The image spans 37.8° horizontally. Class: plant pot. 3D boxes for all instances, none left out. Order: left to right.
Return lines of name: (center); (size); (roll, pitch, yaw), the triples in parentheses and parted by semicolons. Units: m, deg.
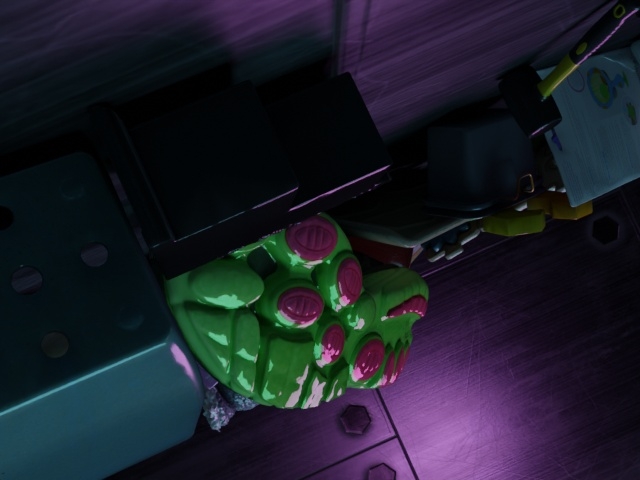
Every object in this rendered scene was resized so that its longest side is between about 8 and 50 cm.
plant pot: (-0.163, 0.056, 0.530); (0.166, 0.165, 0.234); (-23, 169, -21)

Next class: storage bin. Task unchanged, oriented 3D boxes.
storage bin: (0.172, -0.084, 0.975); (0.135, 0.091, 0.098); (-22, -158, -38)

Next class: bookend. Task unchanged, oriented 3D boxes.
bookend: (-0.032, -0.048, 0.512); (0.156, 0.072, 0.157); (-24, 175, -8)

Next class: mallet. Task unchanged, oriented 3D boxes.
mallet: (0.207, -0.158, 0.789); (0.039, 0.062, 0.189); (-24, 162, -23)

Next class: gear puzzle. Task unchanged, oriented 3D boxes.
gear puzzle: (0.253, -0.107, 1.155); (0.339, 0.044, 0.175); (-33, -151, 26)

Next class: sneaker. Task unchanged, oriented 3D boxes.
sneaker: (-0.046, 0.060, 0.941); (0.202, 0.185, 0.483); (17, 174, 24)

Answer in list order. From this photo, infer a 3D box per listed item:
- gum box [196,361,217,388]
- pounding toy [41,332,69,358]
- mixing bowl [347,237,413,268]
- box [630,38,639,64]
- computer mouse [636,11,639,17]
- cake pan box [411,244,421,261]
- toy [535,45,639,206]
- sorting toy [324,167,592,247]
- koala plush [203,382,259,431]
gum box: (-0.141, 0.088, 1.081); (0.062, 0.107, 0.188); (-41, -170, 0)
pounding toy: (-0.301, 0.167, 0.976); (0.237, 0.110, 0.183); (-25, 176, 22)
mixing bowl: (0.026, 0.014, 1.214); (0.098, 0.181, 0.181); (23, 147, -31)
box: (0.462, -0.205, 0.991); (0.181, 0.119, 0.182); (-28, 175, 41)
computer mouse: (0.366, -0.217, 0.699); (0.262, 0.060, 0.184); (-24, 175, 1)
cake pan box: (0.094, 0.020, 1.412); (0.267, 0.070, 0.246); (-52, 166, 25)
toy: (0.293, -0.124, 0.989); (0.237, 0.136, 0.056); (-20, -179, -37)
sorting toy: (0.129, -0.029, 1.046); (0.229, 0.041, 0.307); (-19, -160, -35)
koala plush: (-0.134, 0.138, 1.289); (0.196, 0.221, 0.203); (-20, 174, -41)
